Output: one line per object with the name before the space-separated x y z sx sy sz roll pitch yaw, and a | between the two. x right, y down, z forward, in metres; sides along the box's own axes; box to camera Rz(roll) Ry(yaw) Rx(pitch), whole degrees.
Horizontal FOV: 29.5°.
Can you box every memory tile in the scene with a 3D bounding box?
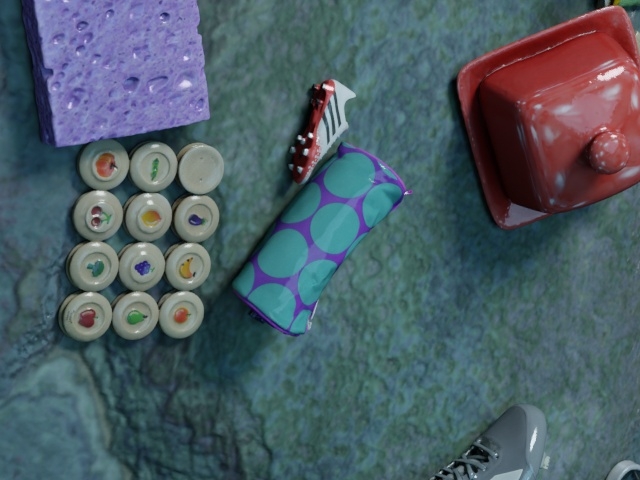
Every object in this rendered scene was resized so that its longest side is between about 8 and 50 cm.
memory tile | -0.126 0.001 0.872 0.113 0.012 0.148 2 102 -32

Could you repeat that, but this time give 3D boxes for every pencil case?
pencil case | 0.000 0.000 0.919 0.070 0.064 0.152 40 81 -17

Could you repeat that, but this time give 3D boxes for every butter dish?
butter dish | 0.210 -0.086 0.979 0.160 0.118 0.160 -22 114 -5

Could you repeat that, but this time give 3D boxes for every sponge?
sponge | -0.140 -0.173 0.805 0.117 0.031 0.210 -15 110 -28

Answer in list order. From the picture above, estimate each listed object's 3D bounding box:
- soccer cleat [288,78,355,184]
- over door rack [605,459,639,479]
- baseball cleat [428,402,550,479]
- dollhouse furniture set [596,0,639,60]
soccer cleat | 0.002 -0.080 0.921 0.035 0.029 0.083 17 89 -30
over door rack | 0.299 0.391 1.110 0.108 0.239 0.324 31 85 -28
baseball cleat | 0.117 0.218 1.049 0.109 0.072 0.206 36 80 -27
dollhouse furniture set | 0.281 -0.186 1.046 0.076 0.058 0.152 -12 109 -29
